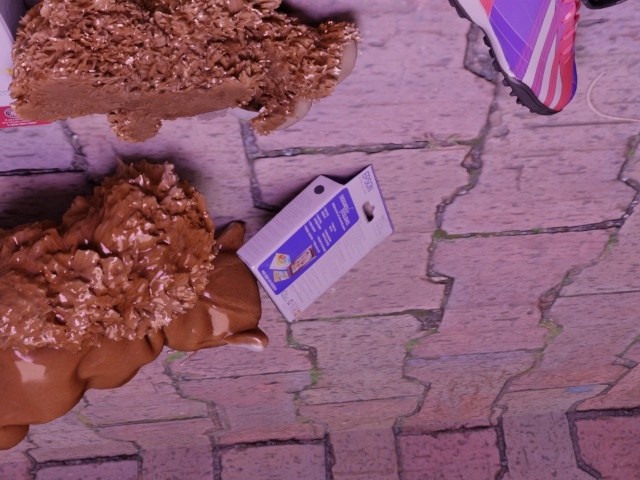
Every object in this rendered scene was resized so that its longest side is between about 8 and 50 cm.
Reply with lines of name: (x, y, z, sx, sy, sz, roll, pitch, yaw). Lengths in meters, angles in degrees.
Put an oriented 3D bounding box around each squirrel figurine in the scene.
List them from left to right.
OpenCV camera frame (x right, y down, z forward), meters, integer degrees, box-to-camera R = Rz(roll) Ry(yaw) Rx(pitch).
squirrel figurine: (-0.241, 0.076, 1.127, 0.370, 0.281, 0.397, -3, 157, -20)

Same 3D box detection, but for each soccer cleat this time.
soccer cleat: (0.196, -0.218, 0.800, 0.116, 0.109, 0.318, -23, 147, 23)

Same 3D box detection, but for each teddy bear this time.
teddy bear: (-0.120, -0.176, 0.832, 0.338, 0.113, 0.245, -6, 165, -18)

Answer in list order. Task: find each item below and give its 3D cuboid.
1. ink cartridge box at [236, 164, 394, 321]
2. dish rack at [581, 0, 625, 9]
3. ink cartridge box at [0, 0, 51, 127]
ink cartridge box: (0.000, 0.000, 1.209, 0.208, 0.045, 0.206, -40, 152, -8)
dish rack: (0.286, -0.252, 0.578, 0.271, 0.074, 0.208, -20, 177, 24)
ink cartridge box: (-0.328, -0.178, 0.801, 0.127, 0.072, 0.175, -4, 154, -2)
